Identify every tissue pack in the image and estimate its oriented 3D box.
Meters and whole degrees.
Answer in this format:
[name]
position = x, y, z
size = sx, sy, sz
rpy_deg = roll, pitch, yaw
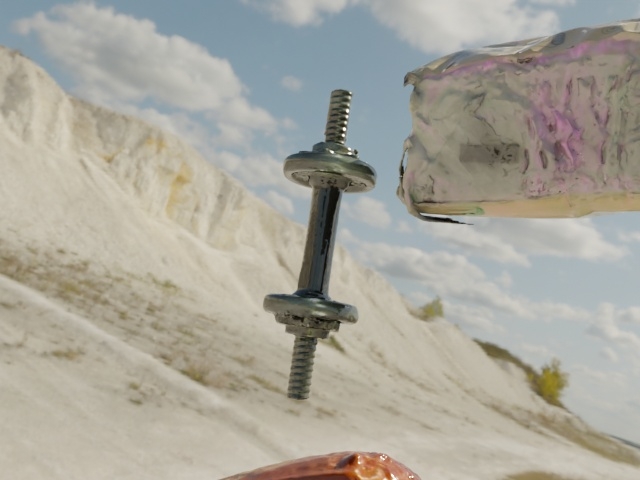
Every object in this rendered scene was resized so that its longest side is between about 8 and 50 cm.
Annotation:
[tissue pack]
position = 0.189, -0.082, 0.503
size = 0.215, 0.123, 0.257
rpy_deg = -2, 9, 26

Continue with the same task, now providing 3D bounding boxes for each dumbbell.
[dumbbell]
position = 0.000, 0.000, 0.580
size = 0.082, 0.253, 0.081
rpy_deg = 8, -8, 1

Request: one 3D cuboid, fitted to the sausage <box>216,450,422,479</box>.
[sausage]
position = -0.032, 0.262, 0.581
size = 0.268, 0.153, 0.141
rpy_deg = -17, -41, 7
